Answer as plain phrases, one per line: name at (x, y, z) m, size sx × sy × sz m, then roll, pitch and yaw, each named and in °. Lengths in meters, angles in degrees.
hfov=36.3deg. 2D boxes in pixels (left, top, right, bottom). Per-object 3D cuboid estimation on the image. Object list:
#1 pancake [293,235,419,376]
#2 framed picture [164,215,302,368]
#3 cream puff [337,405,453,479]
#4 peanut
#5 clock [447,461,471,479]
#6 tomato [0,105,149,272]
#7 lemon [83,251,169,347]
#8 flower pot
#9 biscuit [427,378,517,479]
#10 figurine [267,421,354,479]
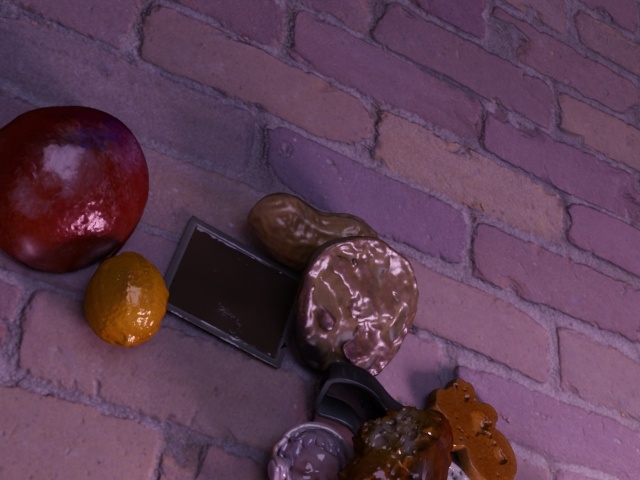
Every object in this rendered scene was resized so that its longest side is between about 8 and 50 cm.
pancake at (0.068, 0.133, 1.896) m, size 0.294 × 0.049 × 0.294 m, roll -5°, pitch 101°, yaw -28°
framed picture at (-0.165, 0.099, 1.870) m, size 0.273 × 0.016 × 0.216 m, roll 31°, pitch 52°, yaw -15°
cream puff at (0.134, 0.400, 1.660) m, size 0.269 × 0.154 × 0.241 m, roll 21°, pitch 78°, yaw -52°
peanut at (0.000, 0.000, 1.947) m, size 0.313 × 0.149 × 0.149 m, roll 21°, pitch 55°, yaw -16°
clock at (0.231, 0.515, 1.844) m, size 0.236 × 0.053 × 0.236 m, roll 32°, pitch 35°, yaw -27°
tomato at (-0.431, -0.108, 1.718) m, size 0.335 × 0.176 × 0.290 m, roll -12°, pitch 74°, yaw -37°
lemon at (-0.333, 0.097, 1.685) m, size 0.142 × 0.142 × 0.187 m, roll 17°, pitch 51°, yaw -24°
flower pot at (0.094, 0.324, 1.827) m, size 0.229 × 0.103 × 0.108 m, roll 37°, pitch 10°, yaw -6°
biscuit at (0.312, 0.400, 1.978) m, size 0.184 × 0.035 × 0.249 m, roll -19°, pitch 71°, yaw -47°
figurine at (-0.018, 0.418, 1.703) m, size 0.162 × 0.141 × 0.237 m, roll 28°, pitch 53°, yaw -9°
